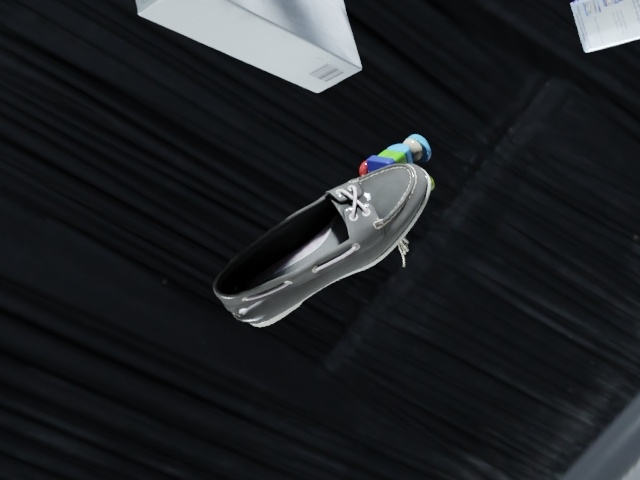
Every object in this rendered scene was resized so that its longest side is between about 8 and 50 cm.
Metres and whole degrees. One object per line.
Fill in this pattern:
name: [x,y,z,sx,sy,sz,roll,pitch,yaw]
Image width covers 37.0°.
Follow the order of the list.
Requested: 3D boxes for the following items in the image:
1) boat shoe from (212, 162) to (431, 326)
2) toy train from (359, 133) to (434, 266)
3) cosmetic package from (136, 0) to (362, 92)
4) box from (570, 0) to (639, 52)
boat shoe: [0.000,0.000,1.304,0.335,0.095,0.112,-37,52,12]
toy train: [0.182,-0.086,1.975,0.105,0.248,0.143,14,42,42]
cosmetic package: [-0.110,-0.390,1.324,0.097,0.377,0.284,-23,69,31]
box: [0.415,-0.307,1.234,0.137,0.072,0.126,-8,20,42]
